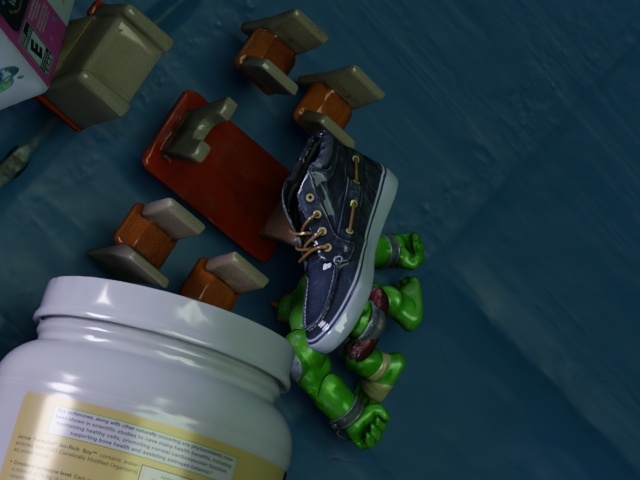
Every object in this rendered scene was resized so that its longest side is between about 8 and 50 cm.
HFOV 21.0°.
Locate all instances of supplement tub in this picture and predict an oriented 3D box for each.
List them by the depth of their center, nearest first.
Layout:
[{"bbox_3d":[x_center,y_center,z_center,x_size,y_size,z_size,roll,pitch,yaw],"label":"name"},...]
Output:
[{"bbox_3d":[-0.158,0.215,1.315,0.241,0.241,0.331,20,76,-20],"label":"supplement tub"}]

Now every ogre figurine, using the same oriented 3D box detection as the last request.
[{"bbox_3d":[0.026,0.067,1.497,0.118,0.097,0.197,29,83,-30],"label":"ogre figurine"}]

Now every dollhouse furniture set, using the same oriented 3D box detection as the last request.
[{"bbox_3d":[-0.116,-0.086,1.458,0.259,0.135,0.262,41,69,-26],"label":"dollhouse furniture set"}]

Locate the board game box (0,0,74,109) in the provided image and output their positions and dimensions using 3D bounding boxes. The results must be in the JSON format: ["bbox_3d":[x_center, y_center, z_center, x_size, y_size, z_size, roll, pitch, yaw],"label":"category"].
[{"bbox_3d":[-0.301,-0.272,1.284,0.303,0.097,0.224,52,30,-37],"label":"board game box"}]

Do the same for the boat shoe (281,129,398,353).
[{"bbox_3d":[0.000,0.000,1.405,0.083,0.065,0.183,32,54,-23],"label":"boat shoe"}]
